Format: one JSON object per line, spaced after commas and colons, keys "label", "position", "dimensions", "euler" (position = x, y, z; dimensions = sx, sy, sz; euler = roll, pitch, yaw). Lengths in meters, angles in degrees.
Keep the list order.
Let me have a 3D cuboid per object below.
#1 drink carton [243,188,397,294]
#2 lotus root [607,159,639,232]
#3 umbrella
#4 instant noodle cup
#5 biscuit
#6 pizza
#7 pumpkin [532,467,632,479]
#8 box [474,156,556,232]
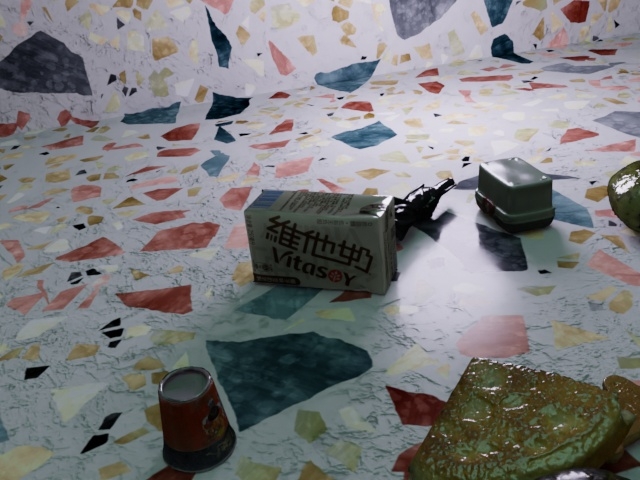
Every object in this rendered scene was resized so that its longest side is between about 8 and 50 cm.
{"label": "drink carton", "position": [-0.001, 0.000, 1.584], "dimensions": [0.324, 0.194, 0.132], "euler": [4, 31, 19]}
{"label": "lotus root", "position": [0.772, -0.110, 1.684], "dimensions": [0.173, 0.173, 0.309], "euler": [0, 20, 12]}
{"label": "umbrella", "position": [0.244, -0.092, 1.805], "dimensions": [0.118, 0.118, 0.340], "euler": [17, 36, 38]}
{"label": "instant noodle cup", "position": [-0.207, 0.283, 1.145], "dimensions": [0.127, 0.136, 0.127], "euler": [-5, 28, 3]}
{"label": "biscuit", "position": [0.494, 0.273, 1.117], "dimensions": [0.240, 0.035, 0.158], "euler": [-14, 30, -14]}
{"label": "pizza", "position": [0.289, 0.306, 1.032], "dimensions": [0.257, 0.087, 0.268], "euler": [10, 42, 38]}
{"label": "pumpkin", "position": [0.316, 0.382, 0.811], "dimensions": [0.237, 0.159, 0.238], "euler": [-13, 43, 13]}
{"label": "box", "position": [0.486, -0.118, 1.771], "dimensions": [0.147, 0.129, 0.210], "euler": [-11, 27, -10]}
